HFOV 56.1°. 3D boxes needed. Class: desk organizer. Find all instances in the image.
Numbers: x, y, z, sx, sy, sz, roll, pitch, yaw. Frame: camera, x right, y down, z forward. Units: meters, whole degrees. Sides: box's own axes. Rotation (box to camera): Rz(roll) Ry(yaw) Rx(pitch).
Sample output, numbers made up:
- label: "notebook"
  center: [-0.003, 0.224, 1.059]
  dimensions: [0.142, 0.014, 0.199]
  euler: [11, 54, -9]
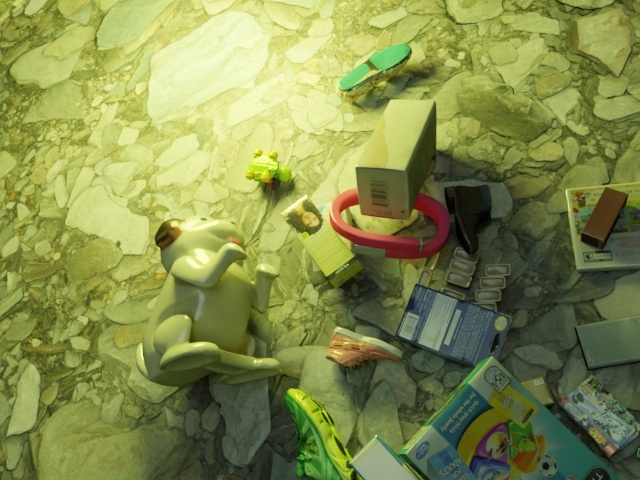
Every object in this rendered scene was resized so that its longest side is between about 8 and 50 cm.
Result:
- label: "desk organizer"
  center: [0.628, -0.050, 1.330]
  dimensions: [0.050, 0.047, 0.130]
  euler: [26, 75, 29]

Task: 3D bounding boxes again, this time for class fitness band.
- label: "fitness band"
  center: [0.165, -0.049, 1.436]
  dimensions: [0.290, 0.054, 0.209]
  euler: [7, 44, 4]

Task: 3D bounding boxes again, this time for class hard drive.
- label: "hard drive"
  center: [0.613, 0.213, 1.252]
  dimensions: [0.135, 0.022, 0.094]
  euler: [-13, 63, 12]

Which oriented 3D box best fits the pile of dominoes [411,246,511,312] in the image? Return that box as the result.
- label: "pile of dominoes"
  center: [0.311, 0.143, 1.385]
  dimensions: [0.195, 0.040, 0.251]
  euler: [18, 80, 24]

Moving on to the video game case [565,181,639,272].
- label: "video game case"
  center: [0.682, -0.033, 1.346]
  dimensions: [0.226, 0.026, 0.207]
  euler: [-5, 64, 16]

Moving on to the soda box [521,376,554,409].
- label: "soda box"
  center: [0.383, 0.341, 1.240]
  dimensions: [0.181, 0.061, 0.058]
  euler: [-19, 62, 8]

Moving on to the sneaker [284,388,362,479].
- label: "sneaker"
  center: [-0.015, 0.446, 1.286]
  dimensions: [0.123, 0.109, 0.296]
  euler: [-38, 54, 5]

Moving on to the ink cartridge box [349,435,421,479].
- label: "ink cartridge box"
  center: [0.145, 0.474, 1.177]
  dimensions: [0.082, 0.191, 0.139]
  euler: [-44, 61, -7]

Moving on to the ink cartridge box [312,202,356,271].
- label: "ink cartridge box"
  center: [0.030, -0.001, 1.513]
  dimensions: [0.104, 0.061, 0.181]
  euler: [-12, 62, 12]

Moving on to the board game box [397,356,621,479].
- label: "board game box"
  center: [0.356, 0.429, 1.119]
  dimensions: [0.336, 0.079, 0.254]
  euler: [44, 74, 11]

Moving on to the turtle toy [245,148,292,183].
- label: "turtle toy"
  center: [-0.142, -0.195, 1.656]
  dimensions: [0.130, 0.066, 0.095]
  euler: [11, 71, 21]

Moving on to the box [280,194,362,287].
- label: "box"
  center: [0.000, 0.000, 1.452]
  dimensions: [0.087, 0.058, 0.232]
  euler: [-37, 61, -2]

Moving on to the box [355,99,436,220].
- label: "box"
  center: [0.191, -0.203, 1.449]
  dimensions: [0.121, 0.148, 0.311]
  euler: [7, 42, 20]

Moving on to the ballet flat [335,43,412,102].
- label: "ballet flat"
  center: [0.150, -0.469, 1.689]
  dimensions: [0.240, 0.077, 0.091]
  euler: [-29, 62, 0]

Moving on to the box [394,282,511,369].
- label: "box"
  center: [0.293, 0.195, 1.331]
  dimensions: [0.225, 0.036, 0.137]
  euler: [19, 81, 25]

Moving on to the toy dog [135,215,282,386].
- label: "toy dog"
  center: [-0.278, 0.133, 1.458]
  dimensions: [0.395, 0.284, 0.408]
  euler: [-26, 56, 39]

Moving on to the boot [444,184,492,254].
- label: "boot"
  center: [0.365, -0.060, 1.410]
  dimensions: [0.106, 0.082, 0.219]
  euler: [-11, 46, 4]

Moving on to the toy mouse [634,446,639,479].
- label: "toy mouse"
  center: [0.661, 0.420, 1.133]
  dimensions: [0.160, 0.031, 0.143]
  euler: [14, 71, 22]

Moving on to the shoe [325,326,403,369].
- label: "shoe"
  center: [0.097, 0.262, 1.370]
  dimensions: [0.177, 0.063, 0.081]
  euler: [15, 72, 29]

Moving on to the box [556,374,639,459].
- label: "box"
  center: [0.558, 0.352, 1.199]
  dimensions: [0.094, 0.027, 0.137]
  euler: [-37, 60, -4]
